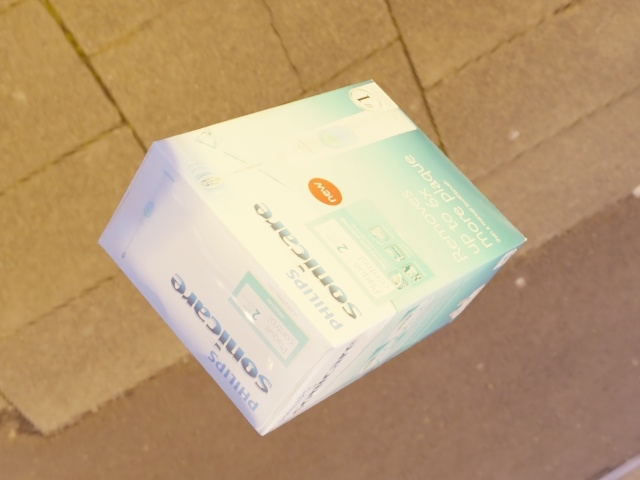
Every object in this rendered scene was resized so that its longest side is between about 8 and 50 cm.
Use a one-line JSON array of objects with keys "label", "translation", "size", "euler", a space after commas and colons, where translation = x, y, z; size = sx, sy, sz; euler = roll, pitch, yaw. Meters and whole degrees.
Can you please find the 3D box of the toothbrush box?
[{"label": "toothbrush box", "translation": [0.000, 0.000, 1.012], "size": [0.296, 0.216, 0.126], "euler": [-23, 156, -48]}]
